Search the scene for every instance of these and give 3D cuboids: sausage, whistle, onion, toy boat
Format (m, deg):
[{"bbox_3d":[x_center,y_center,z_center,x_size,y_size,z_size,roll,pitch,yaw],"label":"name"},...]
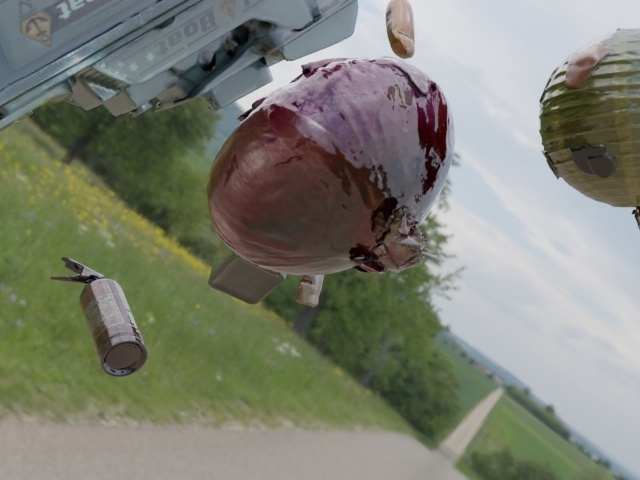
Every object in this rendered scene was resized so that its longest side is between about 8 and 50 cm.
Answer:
[{"bbox_3d":[0.145,-0.382,1.673,0.062,0.054,0.183,34,38,-33],"label":"sausage"},{"bbox_3d":[0.000,0.000,1.533,0.107,0.220,0.057,10,-1,35],"label":"whistle"},{"bbox_3d":[0.036,-0.064,1.189,0.285,0.348,0.347,55,6,27],"label":"onion"},{"bbox_3d":[-0.055,-0.133,0.464,0.114,0.296,0.122,2,-58,60],"label":"toy boat"}]

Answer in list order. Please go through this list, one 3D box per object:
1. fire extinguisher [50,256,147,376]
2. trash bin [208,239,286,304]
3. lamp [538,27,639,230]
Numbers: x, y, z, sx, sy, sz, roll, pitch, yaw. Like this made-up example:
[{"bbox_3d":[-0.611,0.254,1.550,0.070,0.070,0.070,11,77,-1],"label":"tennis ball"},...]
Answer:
[{"bbox_3d":[-0.358,0.104,1.496,0.106,0.075,0.252,37,13,-43],"label":"fire extinguisher"},{"bbox_3d":[-0.109,-0.022,1.719,0.122,0.240,0.164,26,-33,-16],"label":"trash bin"},{"bbox_3d":[0.418,-0.136,1.235,0.250,0.284,0.250,-6,0,0],"label":"lamp"}]
